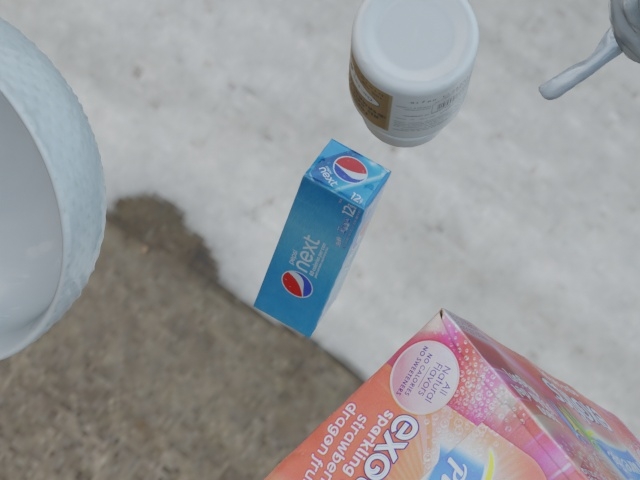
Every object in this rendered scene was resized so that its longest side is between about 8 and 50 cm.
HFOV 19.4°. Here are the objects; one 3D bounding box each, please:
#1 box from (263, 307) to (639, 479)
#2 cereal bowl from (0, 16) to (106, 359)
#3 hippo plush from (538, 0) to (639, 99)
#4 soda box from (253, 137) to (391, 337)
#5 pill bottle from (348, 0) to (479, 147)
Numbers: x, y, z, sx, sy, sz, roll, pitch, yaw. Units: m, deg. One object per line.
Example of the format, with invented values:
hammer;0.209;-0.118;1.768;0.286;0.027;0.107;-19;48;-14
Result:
box;0.108;0.168;0.999;0.142;0.154;0.300;51;9;30
cereal bowl;-0.324;-0.069;1.643;0.339;0.339;0.141;41;38;5
hippo plush;0.322;-0.263;1.471;0.234;0.294;0.236;4;71;-10
soda box;0.000;0.000;1.881;0.071;0.210;0.067;29;47;7
pill bottle;0.095;-0.181;1.992;0.131;0.229;0.131;0;75;0
